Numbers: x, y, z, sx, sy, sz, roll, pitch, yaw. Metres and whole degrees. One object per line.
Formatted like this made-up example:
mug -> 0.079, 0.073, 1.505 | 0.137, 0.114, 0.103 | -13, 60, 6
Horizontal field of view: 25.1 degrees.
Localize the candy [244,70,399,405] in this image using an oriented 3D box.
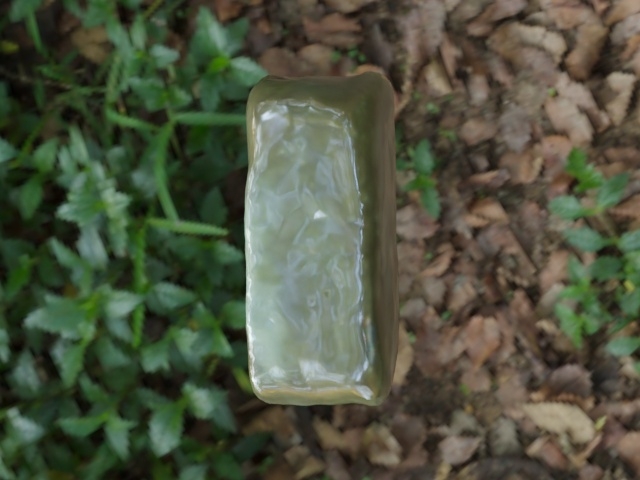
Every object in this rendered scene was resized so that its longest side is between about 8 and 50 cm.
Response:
candy -> 0.000, 0.000, 1.006 | 0.104, 0.102, 0.234 | 0, 102, 13
